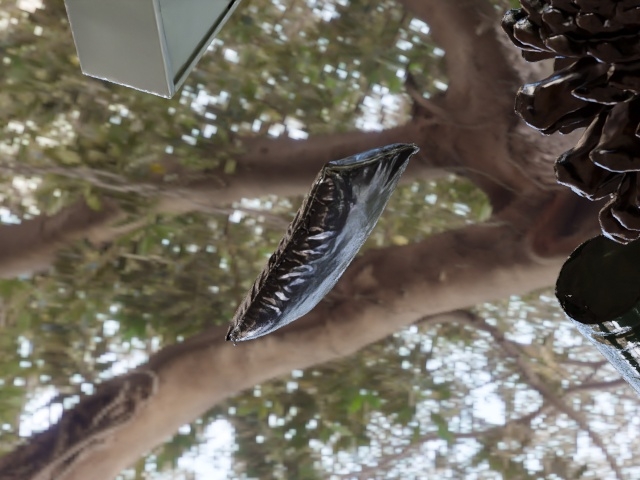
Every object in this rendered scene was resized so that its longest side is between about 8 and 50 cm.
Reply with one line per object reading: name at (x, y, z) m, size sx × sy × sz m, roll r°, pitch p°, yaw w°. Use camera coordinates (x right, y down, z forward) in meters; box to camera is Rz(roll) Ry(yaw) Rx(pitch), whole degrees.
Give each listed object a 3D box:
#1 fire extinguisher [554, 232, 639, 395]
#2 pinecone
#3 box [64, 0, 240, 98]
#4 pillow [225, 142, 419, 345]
fire extinguisher at (0.321, 0.110, 1.200) m, size 0.114 × 0.311 × 0.095 m, roll -13°, pitch -130°, yaw 37°
pinecone at (0.267, -0.113, 0.955) m, size 0.246 × 0.292 × 0.246 m, roll -11°, pitch -135°, yaw 11°
box at (-0.169, -0.313, 1.367) m, size 0.117 × 0.225 × 0.225 m, roll 17°, pitch -127°, yaw 17°
pillow at (0.000, 0.000, 1.172) m, size 0.055 × 0.141 × 0.208 m, roll 44°, pitch -57°, yaw 18°
